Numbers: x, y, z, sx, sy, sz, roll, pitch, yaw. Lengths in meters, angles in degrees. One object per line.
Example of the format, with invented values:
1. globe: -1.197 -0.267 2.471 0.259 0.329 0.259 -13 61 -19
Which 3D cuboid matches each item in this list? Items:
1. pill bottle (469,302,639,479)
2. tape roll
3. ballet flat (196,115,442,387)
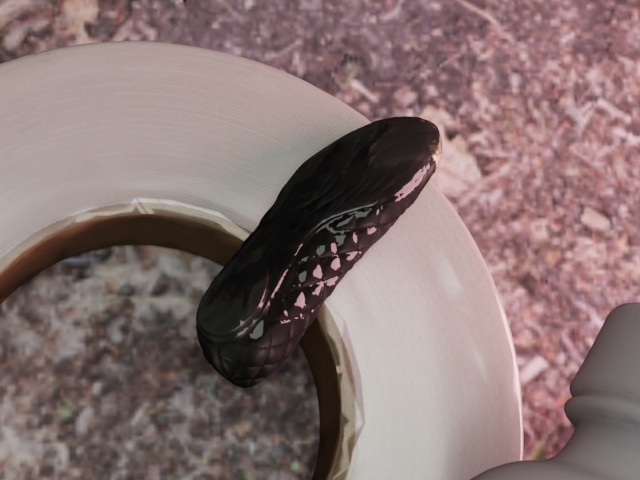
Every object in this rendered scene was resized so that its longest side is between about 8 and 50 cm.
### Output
1. pill bottle: 0.114 0.244 0.676 0.229 0.229 0.407 29 80 -2
2. tape roll: -0.090 0.091 0.811 0.392 0.072 0.392 2 75 -9
3. ballet flat: 0.000 0.000 0.797 0.057 0.049 0.173 30 65 33
